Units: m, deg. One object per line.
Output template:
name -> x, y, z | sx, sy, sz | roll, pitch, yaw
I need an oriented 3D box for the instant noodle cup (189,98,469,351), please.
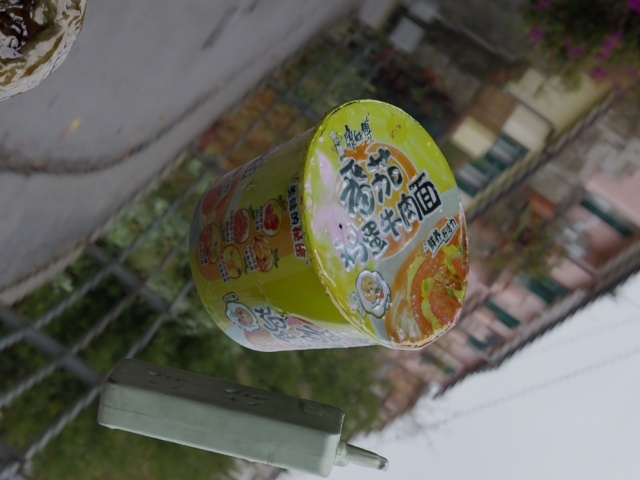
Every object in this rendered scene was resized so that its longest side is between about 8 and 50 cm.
instant noodle cup -> 0.000, 0.000, 1.475 | 0.200, 0.264, 0.264 | -15, -147, 41

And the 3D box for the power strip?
power strip -> -0.071, 0.180, 1.393 | 0.093, 0.288, 0.053 | -70, 172, -80

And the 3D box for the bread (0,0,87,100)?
bread -> -0.329, -0.242, 1.402 | 0.123, 0.230, 0.230 | 16, -115, 40
